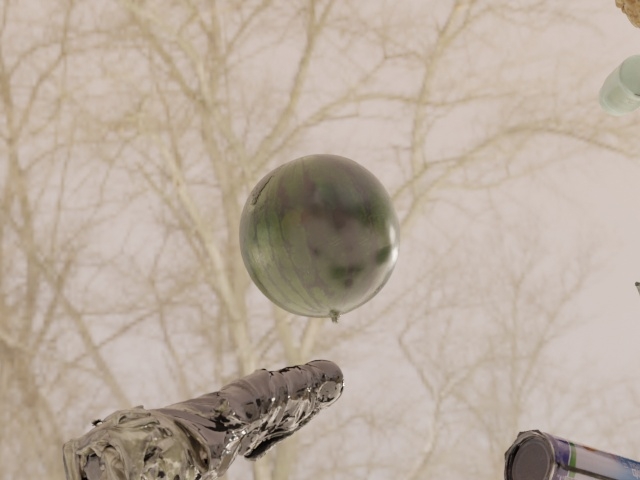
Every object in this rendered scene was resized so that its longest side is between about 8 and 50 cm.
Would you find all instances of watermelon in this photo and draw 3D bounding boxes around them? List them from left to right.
[{"bbox_3d":[-0.001,-0.005,1.756,0.242,0.242,0.242,-5,-28,-3],"label":"watermelon"}]

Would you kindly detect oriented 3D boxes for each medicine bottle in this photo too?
[{"bbox_3d":[0.317,-0.157,1.224,0.047,0.047,0.083,-5,-9,-4],"label":"medicine bottle"}]

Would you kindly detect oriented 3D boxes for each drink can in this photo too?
[{"bbox_3d":[0.353,0.315,1.539,0.235,0.097,0.097,19,-37,-27],"label":"drink can"}]

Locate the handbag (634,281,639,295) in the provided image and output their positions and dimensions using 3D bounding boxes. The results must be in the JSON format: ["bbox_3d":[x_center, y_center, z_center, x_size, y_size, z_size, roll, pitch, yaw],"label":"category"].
[{"bbox_3d":[0.619,0.186,1.784,0.089,0.326,0.238,-35,-52,-6],"label":"handbag"}]

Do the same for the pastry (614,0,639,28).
[{"bbox_3d":[0.348,-0.188,0.926,0.310,0.255,0.162,16,-67,-15],"label":"pastry"}]

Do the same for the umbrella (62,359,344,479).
[{"bbox_3d":[-0.089,0.186,1.164,0.113,0.106,0.357,-43,-18,34],"label":"umbrella"}]
